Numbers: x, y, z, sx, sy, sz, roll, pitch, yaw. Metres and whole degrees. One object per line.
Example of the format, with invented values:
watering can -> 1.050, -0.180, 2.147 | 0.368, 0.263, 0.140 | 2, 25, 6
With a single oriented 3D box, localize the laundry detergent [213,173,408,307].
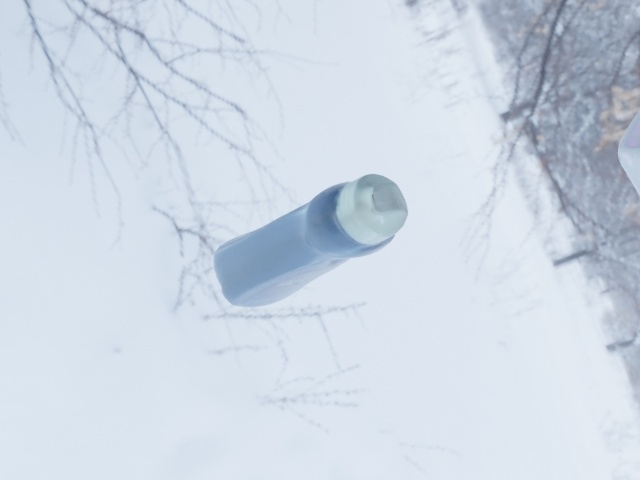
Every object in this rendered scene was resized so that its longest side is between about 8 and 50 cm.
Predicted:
laundry detergent -> 0.000, 0.000, 1.057 | 0.143, 0.290, 0.094 | -9, 80, -37

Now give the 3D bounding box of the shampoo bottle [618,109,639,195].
shampoo bottle -> 0.227, 0.015, 0.449 | 0.227, 0.086, 0.056 | 50, -1, -27
